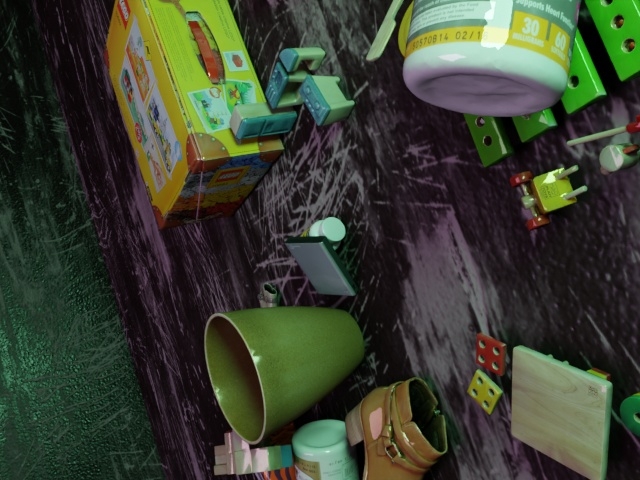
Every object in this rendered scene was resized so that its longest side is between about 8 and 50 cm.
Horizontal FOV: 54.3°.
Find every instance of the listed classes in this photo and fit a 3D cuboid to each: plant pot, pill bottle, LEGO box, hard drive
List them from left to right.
[{"bbox_3d":[-0.312,-0.330,1.426,0.372,0.193,0.501,-39,68,56],"label":"LEGO box"},{"bbox_3d":[-0.051,0.219,1.164,0.237,0.254,0.237,29,125,52],"label":"plant pot"},{"bbox_3d":[0.000,0.000,1.179,0.116,0.065,0.065,-41,67,55],"label":"pill bottle"},{"bbox_3d":[0.003,0.047,1.153,0.094,0.022,0.135,-1,132,42],"label":"hard drive"},{"bbox_3d":[0.017,0.501,1.284,0.131,0.131,0.230,12,112,56],"label":"pill bottle"},{"bbox_3d":[0.181,-0.279,0.625,0.162,0.162,0.279,6,85,57],"label":"pill bottle"}]

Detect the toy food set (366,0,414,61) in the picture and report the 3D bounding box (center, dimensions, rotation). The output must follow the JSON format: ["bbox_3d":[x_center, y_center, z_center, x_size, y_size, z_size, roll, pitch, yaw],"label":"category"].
[{"bbox_3d":[0.174,-0.271,0.800,0.217,0.071,0.128,17,84,49],"label":"toy food set"}]

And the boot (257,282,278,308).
[{"bbox_3d":[-0.111,0.158,1.442,0.118,0.042,0.087,40,131,44],"label":"boot"}]

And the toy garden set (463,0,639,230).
[{"bbox_3d":[0.279,-0.141,0.696,0.244,0.049,0.204,-35,70,56],"label":"toy garden set"}]

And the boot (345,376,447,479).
[{"bbox_3d":[0.159,0.381,1.059,0.220,0.109,0.284,-47,55,50],"label":"boot"}]

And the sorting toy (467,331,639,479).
[{"bbox_3d":[0.303,0.207,0.791,0.274,0.046,0.133,19,118,54],"label":"sorting toy"}]

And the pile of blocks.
[{"bbox_3d":[-0.130,0.420,1.299,0.362,0.148,0.113,132,133,-63],"label":"pile of blocks"}]

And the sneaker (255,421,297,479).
[{"bbox_3d":[-0.095,0.446,1.449,0.321,0.124,0.180,65,148,18],"label":"sneaker"}]

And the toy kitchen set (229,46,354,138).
[{"bbox_3d":[-0.058,-0.226,1.126,0.166,0.122,0.207,62,146,22],"label":"toy kitchen set"}]
